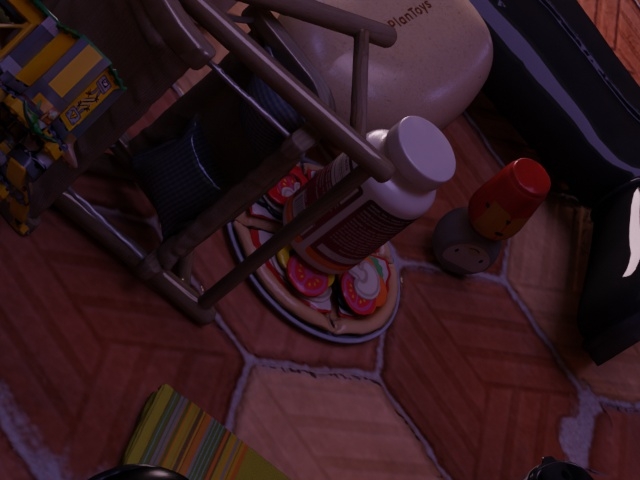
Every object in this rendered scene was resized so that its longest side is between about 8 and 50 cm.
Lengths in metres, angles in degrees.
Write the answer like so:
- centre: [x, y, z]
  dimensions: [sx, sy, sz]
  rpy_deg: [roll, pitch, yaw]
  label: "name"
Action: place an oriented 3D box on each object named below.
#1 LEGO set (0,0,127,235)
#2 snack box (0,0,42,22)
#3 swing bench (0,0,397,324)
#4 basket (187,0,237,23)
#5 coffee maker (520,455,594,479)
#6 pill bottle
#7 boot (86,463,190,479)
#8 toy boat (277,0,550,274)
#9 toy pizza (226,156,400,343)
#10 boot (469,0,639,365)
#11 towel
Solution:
- centre: [-0.288, -0.086, 1.119]
  dimensions: [0.192, 0.331, 0.255]
  rpy_deg: [-48, 108, -16]
  label: "LEGO set"
- centre: [-0.268, -0.306, 1.432]
  dimensions: [0.322, 0.060, 0.187]
  rpy_deg: [44, 37, -20]
  label: "snack box"
- centre: [-0.115, -0.100, 1.335]
  dimensions: [0.254, 0.253, 0.165]
  rpy_deg: [28, 44, -26]
  label: "swing bench"
- centre: [-0.081, -0.449, 1.596]
  dimensions: [0.266, 0.328, 0.331]
  rpy_deg: [35, 41, -16]
  label: "basket"
- centre: [0.168, 0.284, 1.368]
  dimensions: [0.171, 0.178, 0.120]
  rpy_deg: [51, 39, 0]
  label: "coffee maker"
- centre: [0.043, -0.041, 1.474]
  dimensions: [0.086, 0.152, 0.086]
  rpy_deg: [25, 46, -30]
  label: "pill bottle"
- centre: [-0.112, 0.220, 1.070]
  dimensions: [0.131, 0.260, 0.348]
  rpy_deg: [47, 38, -5]
  label: "boot"
- centre: [0.085, -0.118, 1.655]
  dimensions: [0.267, 0.148, 0.318]
  rpy_deg: [-27, 76, -42]
  label: "toy boat"
- centre: [0.000, 0.000, 1.549]
  dimensions: [0.201, 0.032, 0.201]
  rpy_deg: [26, 44, -28]
  label: "toy pizza"
- centre: [0.246, -0.118, 1.796]
  dimensions: [0.445, 0.146, 0.367]
  rpy_deg: [55, 30, 1]
  label: "boot"
- centre: [-0.054, 0.218, 1.331]
  dimensions: [0.237, 0.021, 0.102]
  rpy_deg: [40, 45, -16]
  label: "towel"
